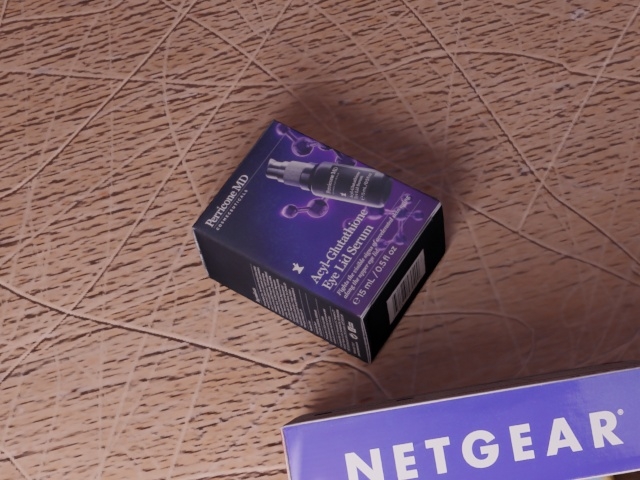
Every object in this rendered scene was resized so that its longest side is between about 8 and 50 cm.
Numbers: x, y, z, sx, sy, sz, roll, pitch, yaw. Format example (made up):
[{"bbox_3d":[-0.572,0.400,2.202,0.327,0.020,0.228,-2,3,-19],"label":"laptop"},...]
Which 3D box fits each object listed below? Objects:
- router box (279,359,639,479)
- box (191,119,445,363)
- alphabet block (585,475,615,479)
[{"bbox_3d":[0.139,0.168,1.455,0.335,0.301,0.082,-10,86,2],"label":"router box"},{"bbox_3d":[0.000,0.000,1.681,0.207,0.108,0.153,26,67,19],"label":"box"},{"bbox_3d":[0.186,0.338,1.417,0.192,0.193,0.197,-17,60,-2],"label":"alphabet block"}]
